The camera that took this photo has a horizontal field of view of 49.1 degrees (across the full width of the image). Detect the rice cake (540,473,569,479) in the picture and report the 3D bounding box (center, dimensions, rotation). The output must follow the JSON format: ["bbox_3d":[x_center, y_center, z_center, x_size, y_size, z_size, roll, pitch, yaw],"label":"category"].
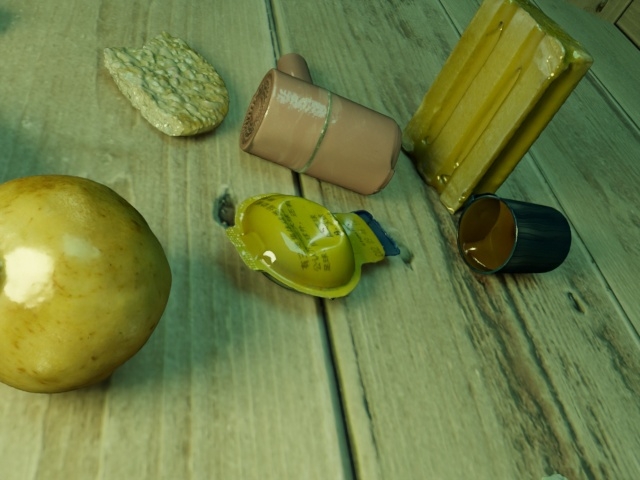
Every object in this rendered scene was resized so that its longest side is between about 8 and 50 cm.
[{"bbox_3d":[0.190,0.294,0.657,0.063,0.069,0.206,45,36,18],"label":"rice cake"}]

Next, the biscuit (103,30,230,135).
[{"bbox_3d":[-0.223,-0.232,1.016,0.188,0.040,0.265,13,38,-24],"label":"biscuit"}]

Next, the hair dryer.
[{"bbox_3d":[-0.009,-0.216,1.103,0.210,0.125,0.352,18,30,-19],"label":"hair dryer"}]

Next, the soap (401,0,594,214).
[{"bbox_3d":[0.268,-0.216,1.124,0.091,0.315,0.199,0,44,-37],"label":"soap"}]

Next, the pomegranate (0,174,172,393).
[{"bbox_3d":[-0.223,0.032,0.577,0.196,0.196,0.196,20,37,-16],"label":"pomegranate"}]

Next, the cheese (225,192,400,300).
[{"bbox_3d":[0.000,0.000,0.873,0.270,0.069,0.177,-8,52,-46],"label":"cheese"}]

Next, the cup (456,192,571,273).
[{"bbox_3d":[0.293,-0.021,1.067,0.138,0.113,0.150,4,67,-36],"label":"cup"}]
